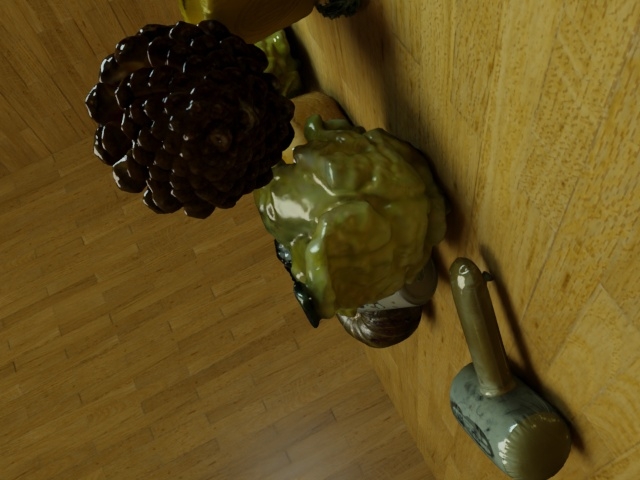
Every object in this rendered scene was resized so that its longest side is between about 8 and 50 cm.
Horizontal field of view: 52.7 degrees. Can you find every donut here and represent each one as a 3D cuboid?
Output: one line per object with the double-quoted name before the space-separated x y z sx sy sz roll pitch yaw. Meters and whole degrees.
"donut" 0.005 -0.124 1.223 0.317 0.150 0.299 65 174 -22

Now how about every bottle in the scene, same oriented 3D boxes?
"bottle" 0.081 0.068 1.113 0.233 0.110 0.109 -13 106 48

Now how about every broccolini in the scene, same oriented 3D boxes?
"broccolini" 0.037 -0.315 0.757 0.052 0.054 0.194 33 165 1

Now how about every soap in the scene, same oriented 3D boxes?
"soap" -0.090 -0.347 0.854 0.096 0.204 0.324 61 175 -6

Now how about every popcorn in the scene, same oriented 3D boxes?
"popcorn" 0.041 -0.042 0.884 0.292 0.237 0.293 61 178 4
"popcorn" -0.125 -0.355 1.295 0.286 0.174 0.225 22 -125 -84

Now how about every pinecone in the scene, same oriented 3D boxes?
"pinecone" -0.178 -0.155 0.827 0.292 0.246 0.246 29 147 61

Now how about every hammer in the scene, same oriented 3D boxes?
"hammer" 0.224 0.157 0.862 0.202 0.113 0.305 -143 31 -69

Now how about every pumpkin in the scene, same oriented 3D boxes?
"pumpkin" 0.119 0.108 1.291 0.219 0.162 0.218 34 136 41

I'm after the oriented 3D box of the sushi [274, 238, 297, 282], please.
"sushi" 0.000 0.000 1.559 0.170 0.211 0.350 62 -179 -31
